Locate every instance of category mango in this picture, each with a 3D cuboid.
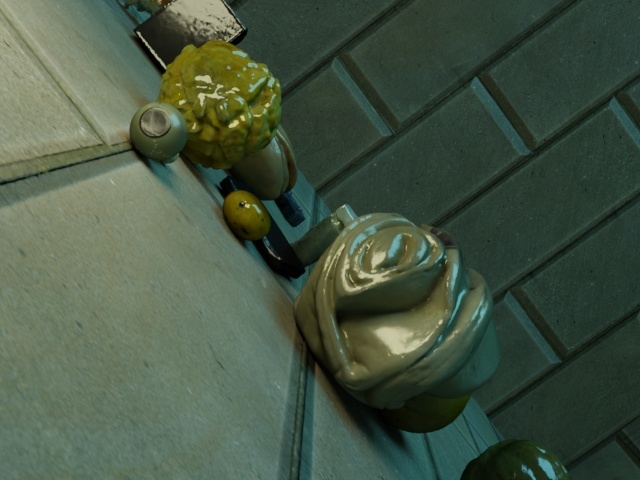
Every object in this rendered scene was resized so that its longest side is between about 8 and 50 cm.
[{"bbox_3d":[-0.138,-0.049,1.625,0.103,0.076,0.161,48,3,-6],"label":"mango"}]

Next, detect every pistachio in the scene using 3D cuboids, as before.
[{"bbox_3d":[-0.170,-0.230,2.047,0.293,0.181,0.162,50,43,-2],"label":"pistachio"}]

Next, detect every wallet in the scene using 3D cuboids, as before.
[{"bbox_3d":[-0.125,-0.030,1.778,0.250,0.044,0.149,56,9,18],"label":"wallet"}]

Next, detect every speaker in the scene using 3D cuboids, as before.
[{"bbox_3d":[-0.325,-0.523,2.183,0.184,0.232,0.254,52,1,-11],"label":"speaker"}]

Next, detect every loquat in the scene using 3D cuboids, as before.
[{"bbox_3d":[0.203,0.265,1.702,0.244,0.244,0.244,52,6,-8],"label":"loquat"}]

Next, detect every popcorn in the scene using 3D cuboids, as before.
[{"bbox_3d":[-0.197,-0.257,1.663,0.249,0.249,0.225,57,-29,30],"label":"popcorn"}]

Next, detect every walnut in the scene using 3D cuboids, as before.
[{"bbox_3d":[0.405,0.536,1.706,0.283,0.283,0.227,53,-35,-1],"label":"walnut"}]

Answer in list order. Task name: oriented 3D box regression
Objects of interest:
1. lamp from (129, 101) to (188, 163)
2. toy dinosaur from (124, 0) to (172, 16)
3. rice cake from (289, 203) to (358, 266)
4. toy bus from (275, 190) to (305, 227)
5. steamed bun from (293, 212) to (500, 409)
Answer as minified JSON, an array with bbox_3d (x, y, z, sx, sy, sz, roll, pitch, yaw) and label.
[{"bbox_3d":[-0.257,-0.161,1.386,0.091,0.091,0.163,54,-11,9],"label":"lamp"},{"bbox_3d":[-0.434,-0.627,2.349,0.393,0.092,0.205,31,-18,-17],"label":"toy dinosaur"},{"bbox_3d":[0.000,0.000,1.756,0.066,0.063,0.336,54,-24,-1],"label":"rice cake"},{"bbox_3d":[-0.099,-0.110,2.425,0.065,0.047,0.166,40,14,-50],"label":"toy bus"},{"bbox_3d":[0.135,0.097,1.499,0.368,0.342,0.255,43,-42,37],"label":"steamed bun"}]
